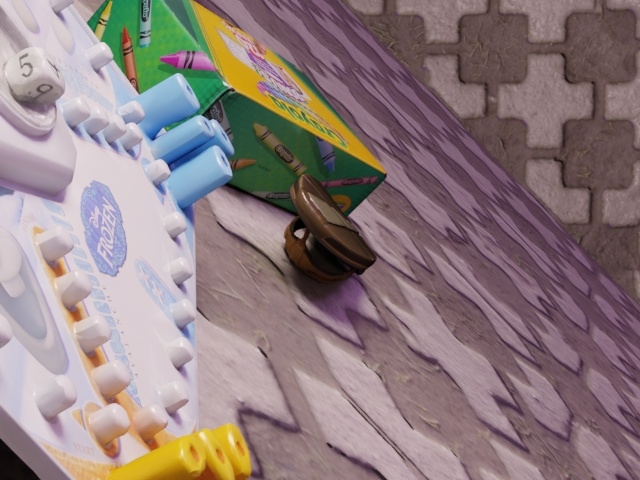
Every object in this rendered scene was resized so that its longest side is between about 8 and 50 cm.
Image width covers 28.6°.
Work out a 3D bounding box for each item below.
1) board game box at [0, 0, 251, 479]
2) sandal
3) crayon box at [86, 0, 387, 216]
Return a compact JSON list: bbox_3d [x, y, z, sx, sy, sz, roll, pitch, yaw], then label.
[{"bbox_3d":[-0.150,-0.088,0.597,0.390,0.050,0.390,56,13,-31],"label":"board game box"},{"bbox_3d":[0.000,0.000,1.072,0.090,0.060,0.219,52,0,4],"label":"sandal"},{"bbox_3d":[-0.071,-0.121,1.144,0.165,0.081,0.278,53,16,29],"label":"crayon box"}]
